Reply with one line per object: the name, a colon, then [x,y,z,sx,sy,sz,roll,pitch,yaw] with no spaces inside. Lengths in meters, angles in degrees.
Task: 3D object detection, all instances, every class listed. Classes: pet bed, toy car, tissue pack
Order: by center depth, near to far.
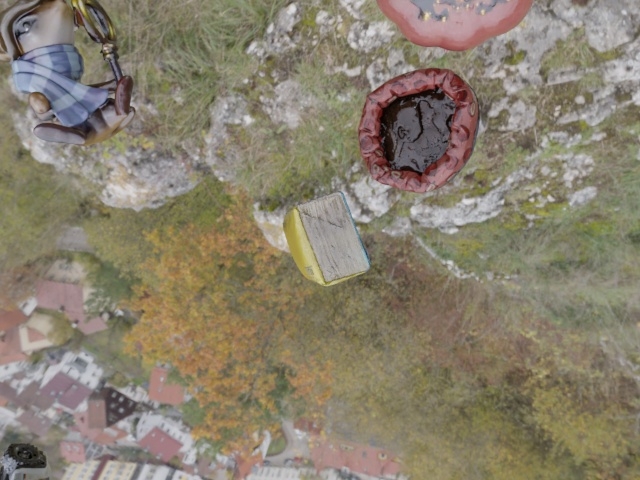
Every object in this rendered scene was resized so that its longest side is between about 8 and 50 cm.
toy car: [-0.285,0.273,0.447,0.070,0.080,0.171,35,174,-32]
pet bed: [0.147,-0.169,0.743,0.201,0.053,0.201,5,99,36]
tissue pack: [0.000,0.000,1.128,0.271,0.134,0.192,168,83,-81]

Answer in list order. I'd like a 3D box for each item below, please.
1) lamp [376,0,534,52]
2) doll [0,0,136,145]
lamp: [0.135,-0.276,0.465,0.182,0.140,0.182,10,128,13]
doll: [-0.546,-0.369,1.042,0.209,0.318,0.339,-31,97,30]
